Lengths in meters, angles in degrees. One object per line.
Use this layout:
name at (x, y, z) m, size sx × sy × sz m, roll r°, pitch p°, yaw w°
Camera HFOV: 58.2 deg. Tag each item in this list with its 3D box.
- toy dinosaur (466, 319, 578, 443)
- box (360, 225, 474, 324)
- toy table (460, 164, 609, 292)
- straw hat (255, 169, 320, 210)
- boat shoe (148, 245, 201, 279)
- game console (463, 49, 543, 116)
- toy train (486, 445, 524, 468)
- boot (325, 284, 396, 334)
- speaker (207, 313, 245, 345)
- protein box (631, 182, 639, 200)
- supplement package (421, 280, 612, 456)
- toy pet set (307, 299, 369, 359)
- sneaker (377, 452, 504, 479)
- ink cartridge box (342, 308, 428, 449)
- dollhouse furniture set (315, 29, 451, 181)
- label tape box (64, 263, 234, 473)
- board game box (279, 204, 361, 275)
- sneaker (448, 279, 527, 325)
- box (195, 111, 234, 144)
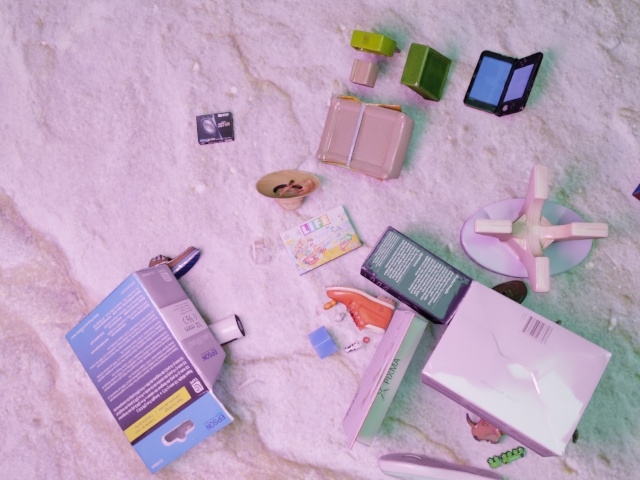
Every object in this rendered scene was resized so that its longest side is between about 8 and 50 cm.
toy dinosaur at (0.424, 0.287, 1.179) m, size 0.201 × 0.127 × 0.295 m, roll 15°, pitch 78°, yaw 12°
box at (0.195, 0.077, 1.201) m, size 0.207 × 0.153 × 0.108 m, roll 33°, pitch 85°, yaw 6°
toy table at (0.442, -0.016, 1.195) m, size 0.275 × 0.161 × 0.252 m, roll -10°, pitch 82°, yaw 3°
straw hat at (-0.070, -0.100, 1.284) m, size 0.145 × 0.144 × 0.061 m, roll -3°, pitch 124°, yaw 3°
boat shoe at (-0.351, 0.066, 1.279) m, size 0.183 × 0.066 × 0.066 m, roll -40°, pitch 81°, yaw -2°
game console at (0.406, -0.359, 1.283) m, size 0.085 × 0.124 × 0.143 m, roll 23°, pitch 84°, yaw -20°
toy train at (0.390, 0.455, 1.207) m, size 0.083 × 0.017 × 0.023 m, roll -20°, pitch 91°, yaw 1°
boot at (0.078, 0.146, 1.234) m, size 0.158 × 0.059 × 0.084 m, roll 20°, pitch 78°, yaw -3°
speaker at (-0.238, 0.211, 1.258) m, size 0.136 × 0.055 × 0.055 m, roll -23°, pitch 82°, yaw 0°
protein box at (0.790, -0.150, 1.169) m, size 0.136 × 0.201 × 0.199 m, roll 38°, pitch 86°, yaw 7°
supplement package at (0.352, 0.238, 1.068) m, size 0.262 × 0.145 × 0.204 m, roll 30°, pitch 76°, yaw 18°
toy pet set at (0.031, 0.193, 1.239) m, size 0.114 × 0.065 × 0.122 m, roll -31°, pitch 81°, yaw -1°
sneaker at (0.232, 0.528, 1.168) m, size 0.256 × 0.094 × 0.151 m, roll 11°, pitch 86°, yaw 6°
ink cartridge box at (0.131, 0.270, 1.133) m, size 0.060 × 0.239 × 0.275 m, roll 26°, pitch 85°, yaw 0°
dollhouse furniture set at (0.139, -0.292, 1.299) m, size 0.198 × 0.151 × 0.301 m, roll 21°, pitch 102°, yaw 26°
label tape box at (-0.335, 0.262, 1.191) m, size 0.249 × 0.115 × 0.347 m, roll -38°, pitch 83°, yaw 22°
board game box at (0.000, 0.000, 1.286) m, size 0.154 × 0.026 × 0.103 m, roll -26°, pitch 81°, yaw 0°
sneaker at (0.360, 0.141, 1.222) m, size 0.189 × 0.071 × 0.066 m, roll -28°, pitch 82°, yaw 0°
box at (-0.245, -0.261, 1.340) m, size 0.083 × 0.018 × 0.067 m, roll -6°, pitch 83°, yaw 3°
